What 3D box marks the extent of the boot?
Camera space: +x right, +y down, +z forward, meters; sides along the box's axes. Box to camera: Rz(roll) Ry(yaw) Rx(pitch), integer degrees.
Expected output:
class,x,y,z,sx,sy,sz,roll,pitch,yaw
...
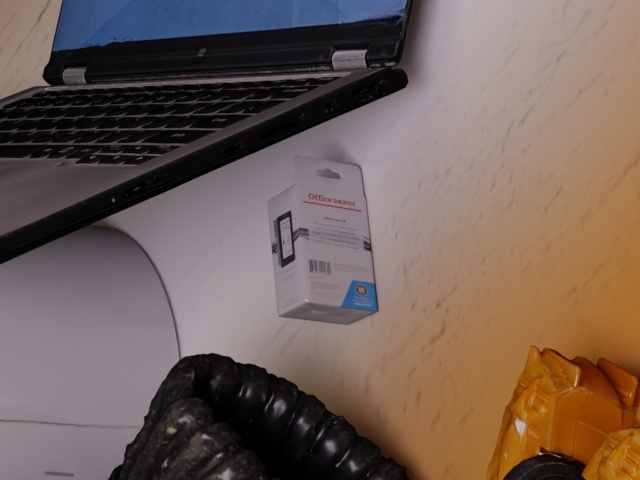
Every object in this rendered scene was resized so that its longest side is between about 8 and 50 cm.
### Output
class,x,y,z,sx,sy,sz,roll,pitch,yaw
boot,-0.134,0.157,1.013,0.260,0.348,0.131,-57,16,36

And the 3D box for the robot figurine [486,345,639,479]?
class,x,y,z,sx,sy,sz,roll,pitch,yaw
robot figurine,0.102,0.202,0.839,0.211,0.085,0.291,-145,67,-72

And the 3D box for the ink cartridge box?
class,x,y,z,sx,sy,sz,roll,pitch,yaw
ink cartridge box,0.000,0.000,1.069,0.028,0.048,0.083,-28,61,48

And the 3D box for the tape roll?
class,x,y,z,sx,sy,sz,roll,pitch,yaw
tape roll,-0.220,0.102,1.247,0.246,0.169,0.246,-13,73,51

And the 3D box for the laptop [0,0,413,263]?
class,x,y,z,sx,sy,sz,roll,pitch,yaw
laptop,-0.139,-0.171,1.116,0.382,0.408,0.236,3,114,54
